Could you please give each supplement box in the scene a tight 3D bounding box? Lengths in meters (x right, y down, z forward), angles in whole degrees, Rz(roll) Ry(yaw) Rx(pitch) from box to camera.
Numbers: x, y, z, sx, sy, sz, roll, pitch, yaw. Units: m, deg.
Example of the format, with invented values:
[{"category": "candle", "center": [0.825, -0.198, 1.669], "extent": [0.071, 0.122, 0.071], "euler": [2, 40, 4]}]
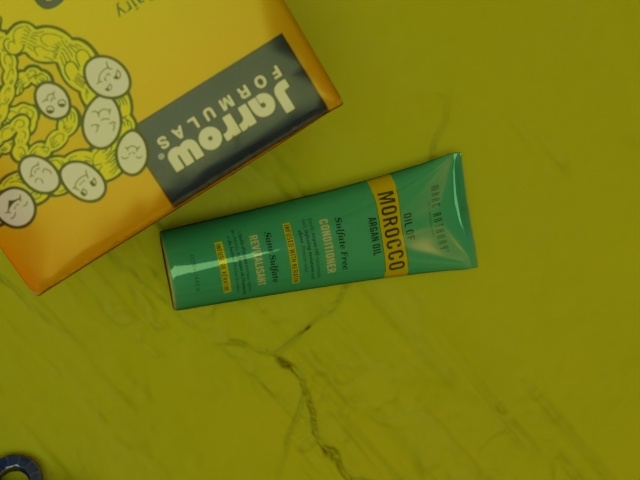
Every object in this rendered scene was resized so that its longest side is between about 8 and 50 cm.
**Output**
[{"category": "supplement box", "center": [-0.167, -0.177, 0.676], "extent": [0.194, 0.195, 0.356], "euler": [-33, 99, -1]}]

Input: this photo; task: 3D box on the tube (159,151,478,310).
[{"category": "tube", "center": [0.000, 0.000, 0.789], "extent": [0.207, 0.052, 0.080], "euler": [-12, 108, -9]}]

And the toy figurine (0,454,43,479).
[{"category": "toy figurine", "center": [-0.245, 0.244, 0.775], "extent": [0.363, 0.191, 0.217], "euler": [10, 65, 1]}]
